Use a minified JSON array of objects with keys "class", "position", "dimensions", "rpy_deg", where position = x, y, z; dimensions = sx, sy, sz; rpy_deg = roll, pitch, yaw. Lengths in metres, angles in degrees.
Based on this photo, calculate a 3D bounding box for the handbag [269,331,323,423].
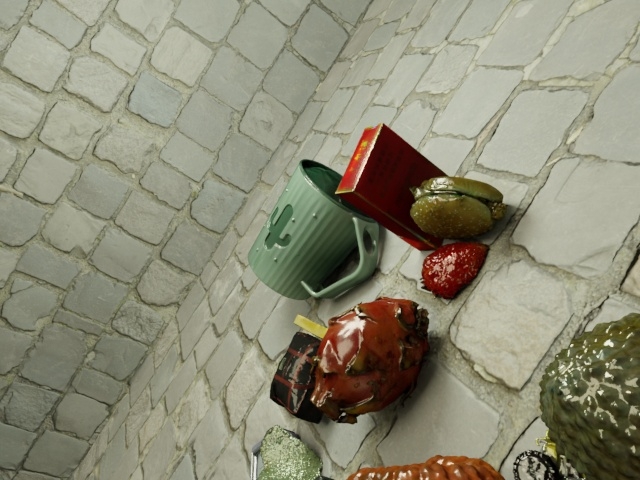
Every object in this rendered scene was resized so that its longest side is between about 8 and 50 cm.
[{"class":"handbag","position":[-0.033,0.369,1.419],"dimensions":[0.169,0.155,0.215],"rpy_deg":[4,67,54]}]

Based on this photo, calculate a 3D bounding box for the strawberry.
[{"class":"strawberry","position":[0.314,0.060,1.250],"dimensions":[0.187,0.082,0.147],"rpy_deg":[-39,39,26]}]

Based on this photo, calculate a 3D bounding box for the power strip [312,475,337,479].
[{"class":"power strip","position":[0.024,0.635,1.087],"dimensions":[0.070,0.105,0.257],"rpy_deg":[-45,29,29]}]

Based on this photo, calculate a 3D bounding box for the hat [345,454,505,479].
[{"class":"hat","position":[0.196,0.550,0.816],"dimensions":[0.285,0.285,0.400],"rpy_deg":[-29,65,45]}]

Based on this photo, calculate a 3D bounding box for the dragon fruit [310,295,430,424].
[{"class":"dragon fruit","position":[0.111,0.268,1.194],"dimensions":[0.250,0.250,0.315],"rpy_deg":[0,64,60]}]

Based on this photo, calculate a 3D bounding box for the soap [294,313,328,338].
[{"class":"soap","position":[0.013,0.272,1.516],"dimensions":[0.037,0.092,0.252],"rpy_deg":[-59,26,-11]}]

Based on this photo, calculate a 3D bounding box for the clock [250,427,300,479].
[{"class":"clock","position":[-0.122,0.621,1.399],"dimensions":[0.144,0.073,0.193],"rpy_deg":[-44,30,26]}]

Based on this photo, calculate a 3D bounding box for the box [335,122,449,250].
[{"class":"box","position":[0.210,-0.129,1.349],"dimensions":[0.089,0.313,0.198],"rpy_deg":[-3,60,59]}]

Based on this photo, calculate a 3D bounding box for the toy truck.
[{"class":"toy truck","position":[0.337,0.423,0.748],"dimensions":[0.111,0.136,0.286],"rpy_deg":[-5,56,34]}]

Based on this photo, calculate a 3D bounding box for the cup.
[{"class":"cup","position":[-0.021,-0.012,1.657],"dimensions":[0.392,0.310,0.401],"rpy_deg":[-54,24,20]}]

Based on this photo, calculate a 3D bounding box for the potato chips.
[{"class":"potato chips","position":[-0.076,0.562,1.298],"dimensions":[0.228,0.167,0.059],"rpy_deg":[-108,12,-59]}]

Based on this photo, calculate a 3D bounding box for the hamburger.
[{"class":"hamburger","position":[0.327,-0.074,1.241],"dimensions":[0.215,0.189,0.122],"rpy_deg":[0,68,48]}]

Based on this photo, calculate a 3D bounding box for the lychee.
[{"class":"lychee","position":[0.432,0.211,0.678],"dimensions":[0.255,0.274,0.255],"rpy_deg":[-166,90,-88]}]
